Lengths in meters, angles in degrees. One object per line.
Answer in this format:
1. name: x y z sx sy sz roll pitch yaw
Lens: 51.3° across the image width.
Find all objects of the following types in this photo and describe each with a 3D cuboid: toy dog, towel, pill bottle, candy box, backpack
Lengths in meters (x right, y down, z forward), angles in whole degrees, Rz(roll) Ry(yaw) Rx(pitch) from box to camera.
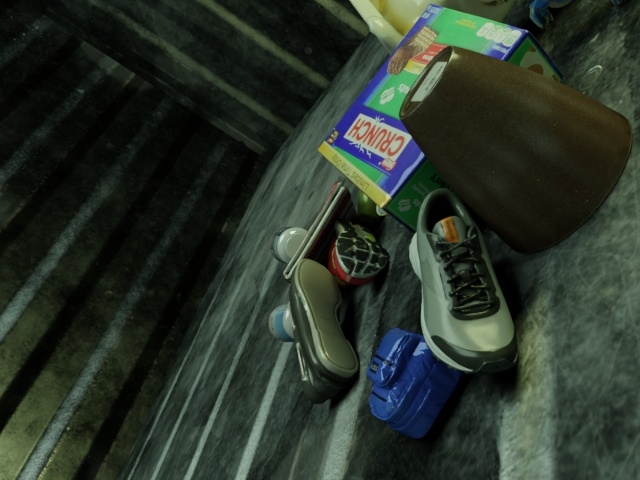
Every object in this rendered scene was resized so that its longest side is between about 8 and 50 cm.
1. toy dog: 0.295 -0.478 1.254 0.408 0.395 0.284 -38 37 16
2. towel: 0.000 0.000 1.511 0.237 0.037 0.329 -59 -9 -4
3. pill bottle: -0.049 0.175 1.437 0.087 0.087 0.160 -62 14 -18
4. pill bottle: -0.074 0.016 1.848 0.108 0.108 0.180 -59 14 -6
5. candy box: 0.171 -0.195 1.055 0.317 0.122 0.268 -52 34 8
6. backpack: 0.109 0.176 0.833 0.120 0.101 0.098 -63 7 -6

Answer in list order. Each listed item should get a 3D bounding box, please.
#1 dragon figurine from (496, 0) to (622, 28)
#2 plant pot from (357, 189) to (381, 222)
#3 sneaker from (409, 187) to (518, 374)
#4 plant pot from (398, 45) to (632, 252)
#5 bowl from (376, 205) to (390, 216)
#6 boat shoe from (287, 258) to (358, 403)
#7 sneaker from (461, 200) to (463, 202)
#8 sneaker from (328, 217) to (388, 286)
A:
1. dragon figurine: 0.345 -0.438 1.049 0.085 0.289 0.144 -45 -11 -48
2. plant pot: 0.115 -0.083 1.480 0.083 0.083 0.079 155 132 -67
3. sneaker: 0.161 0.044 0.795 0.271 0.100 0.108 -101 2 -48
4. plant pot: 0.222 -0.135 0.840 0.215 0.230 0.215 -53 14 19
5. bowl: 0.184 -0.098 1.227 0.170 0.080 0.170 -53 13 18
6. boat shoe: -0.015 0.156 1.232 0.095 0.112 0.335 -54 26 22
7. sneaker: 0.263 -0.162 1.115 0.125 0.104 0.262 4 66 56
8. sneaker: 0.065 0.046 1.352 0.279 0.107 0.118 -88 17 -74
